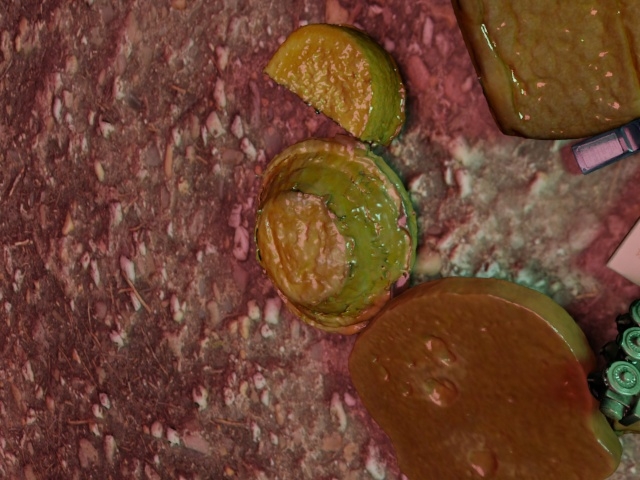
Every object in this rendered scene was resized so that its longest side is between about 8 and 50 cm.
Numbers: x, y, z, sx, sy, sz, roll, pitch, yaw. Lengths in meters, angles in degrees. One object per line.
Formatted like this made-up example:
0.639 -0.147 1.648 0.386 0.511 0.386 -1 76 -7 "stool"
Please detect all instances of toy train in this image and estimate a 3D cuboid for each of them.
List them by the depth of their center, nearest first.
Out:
0.392 0.144 0.673 0.111 0.071 0.170 27 68 20 "toy train"

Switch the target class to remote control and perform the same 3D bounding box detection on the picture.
0.402 -0.134 0.729 0.152 0.027 0.044 -25 90 34 "remote control"

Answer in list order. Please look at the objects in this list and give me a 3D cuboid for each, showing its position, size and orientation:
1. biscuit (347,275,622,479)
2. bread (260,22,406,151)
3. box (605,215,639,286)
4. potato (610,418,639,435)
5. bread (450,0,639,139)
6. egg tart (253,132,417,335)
0.224 0.227 0.848 0.385 0.062 0.365 -24 96 43 "biscuit"
0.033 -0.246 0.861 0.229 0.143 0.140 38 117 17 "bread"
0.525 -0.066 0.651 0.204 0.051 0.365 35 115 21 "box"
0.446 0.209 0.736 0.120 0.081 0.149 11 105 31 "potato"
0.318 -0.296 0.636 0.327 0.148 0.337 -15 119 33 "bread"
0.000 0.001 0.936 0.341 0.132 0.342 7 105 29 "egg tart"
